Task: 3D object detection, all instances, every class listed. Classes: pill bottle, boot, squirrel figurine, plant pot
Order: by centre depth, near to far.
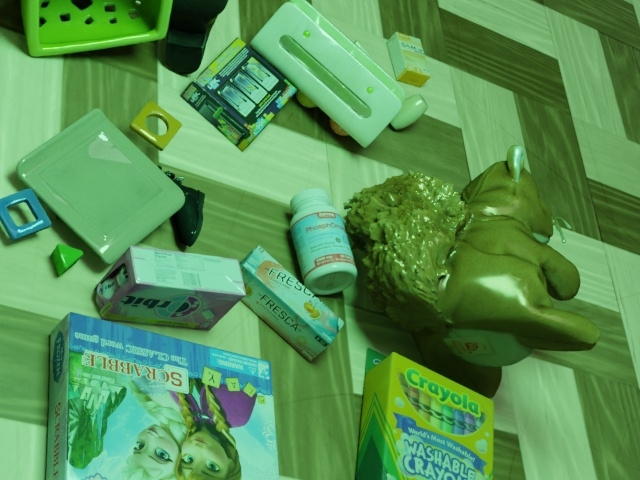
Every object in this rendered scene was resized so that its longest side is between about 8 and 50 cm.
[{"bbox_3d":[-0.228,-0.053,2.012,0.099,0.045,0.121,26,40,-23],"label":"boot"},{"bbox_3d":[-0.360,-0.443,2.044,0.228,0.227,0.207,-10,57,-20],"label":"plant pot"},{"bbox_3d":[0.000,0.000,2.126,0.087,0.087,0.160,7,54,-36],"label":"pill bottle"},{"bbox_3d":[0.241,0.003,2.160,0.397,0.281,0.370,24,54,-16],"label":"squirrel figurine"},{"bbox_3d":[-0.190,-0.458,2.203,0.096,0.264,0.280,8,52,-4],"label":"boot"}]

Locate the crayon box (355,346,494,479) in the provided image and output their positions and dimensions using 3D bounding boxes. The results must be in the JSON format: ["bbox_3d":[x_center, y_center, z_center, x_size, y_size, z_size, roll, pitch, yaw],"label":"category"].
[{"bbox_3d":[0.161,0.311,2.019,0.203,0.083,0.323,27,44,-21],"label":"crayon box"}]

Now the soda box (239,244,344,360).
[{"bbox_3d":[-0.055,0.096,2.023,0.183,0.063,0.058,42,41,-5],"label":"soda box"}]

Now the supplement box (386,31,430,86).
[{"bbox_3d":[0.172,-0.353,2.586,0.062,0.036,0.098,11,52,-34],"label":"supplement box"}]

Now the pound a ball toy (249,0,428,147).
[{"bbox_3d":[0.032,-0.285,2.372,0.319,0.136,0.208,42,16,-6],"label":"pound a ball toy"}]

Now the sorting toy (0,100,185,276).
[{"bbox_3d":[-0.320,-0.076,1.936,0.196,0.047,0.348,47,51,1],"label":"sorting toy"}]

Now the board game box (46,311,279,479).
[{"bbox_3d":[-0.203,0.276,1.755,0.319,0.066,0.318,16,49,-30],"label":"board game box"}]

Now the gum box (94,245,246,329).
[{"bbox_3d":[-0.215,0.069,1.877,0.188,0.107,0.062,9,53,-35],"label":"gum box"}]

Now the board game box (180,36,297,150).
[{"bbox_3d":[-0.136,-0.248,2.240,0.141,0.048,0.170,41,42,-3],"label":"board game box"}]
